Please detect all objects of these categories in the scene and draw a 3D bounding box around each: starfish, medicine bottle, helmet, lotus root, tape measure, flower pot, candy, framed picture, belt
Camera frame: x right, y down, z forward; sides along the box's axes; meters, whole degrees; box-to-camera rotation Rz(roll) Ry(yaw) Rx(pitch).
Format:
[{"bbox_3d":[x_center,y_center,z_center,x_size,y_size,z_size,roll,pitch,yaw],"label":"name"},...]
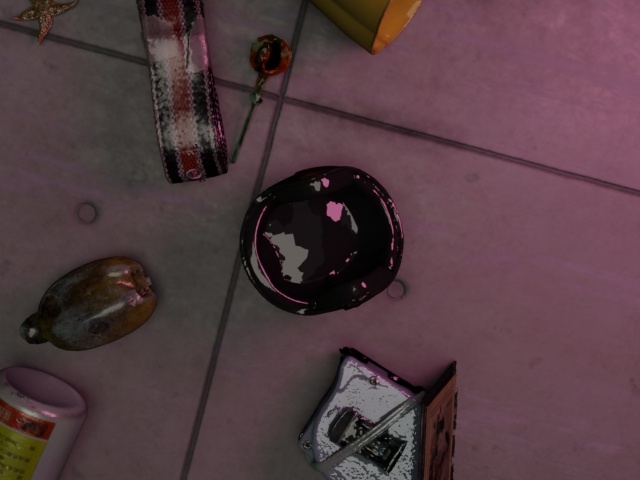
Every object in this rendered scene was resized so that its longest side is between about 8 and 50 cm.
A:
[{"bbox_3d":[-0.370,-0.310,1.334,0.092,0.016,0.086,-9,100,-2],"label":"starfish"},{"bbox_3d":[-0.422,0.299,1.358,0.139,0.139,0.225,25,97,-4],"label":"medicine bottle"},{"bbox_3d":[0.000,0.000,1.293,0.216,0.193,0.189,-21,94,-9],"label":"helmet"},{"bbox_3d":[-0.320,0.093,1.357,0.192,0.088,0.113,-24,82,3],"label":"lotus root"},{"bbox_3d":[0.071,0.267,1.379,0.181,0.107,0.182,25,94,2],"label":"tape measure"},{"bbox_3d":[0.050,-0.365,1.257,0.179,0.195,0.195,35,96,7],"label":"flower pot"},{"bbox_3d":[-0.089,-0.190,1.347,0.055,0.049,0.185,21,106,3],"label":"candy"},{"bbox_3d":[0.160,0.278,1.342,0.010,0.195,0.199,5,99,19],"label":"framed picture"},{"bbox_3d":[-0.188,-0.254,1.298,0.094,0.126,0.360,-10,104,-9],"label":"belt"}]
